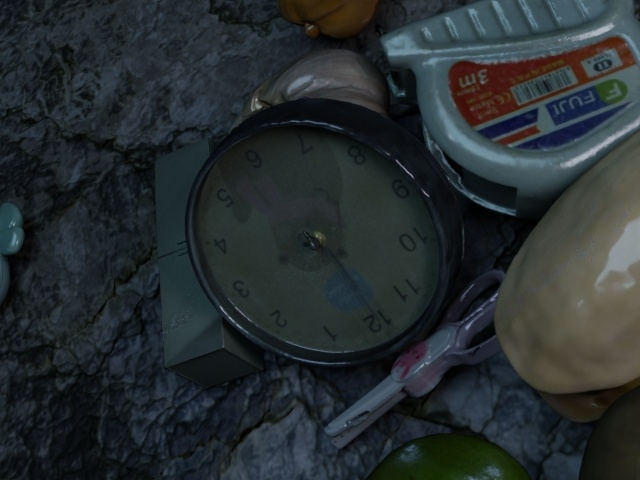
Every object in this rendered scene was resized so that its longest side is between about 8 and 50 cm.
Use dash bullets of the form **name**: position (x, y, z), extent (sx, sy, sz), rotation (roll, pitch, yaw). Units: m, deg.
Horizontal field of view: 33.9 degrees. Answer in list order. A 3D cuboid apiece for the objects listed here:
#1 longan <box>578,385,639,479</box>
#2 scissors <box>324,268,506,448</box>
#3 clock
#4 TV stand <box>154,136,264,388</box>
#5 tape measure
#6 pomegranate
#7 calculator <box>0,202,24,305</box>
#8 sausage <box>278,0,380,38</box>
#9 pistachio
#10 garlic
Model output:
- **longan**: position (0.302, 0.196, 0.824), extent (0.159, 0.204, 0.185), rotation (-171, 78, -73)
- **scissors**: position (0.099, 0.123, 1.032), extent (0.242, 0.030, 0.118), rotation (-41, 19, 15)
- **clock**: position (0.000, 0.000, 1.036), extent (0.280, 0.280, 0.055), rotation (-13, 19, 24)
- **TV stand**: position (-0.129, 0.024, 1.194), extent (0.083, 0.088, 0.269), rotation (-20, 57, 20)
- **tape measure**: position (0.206, -0.142, 1.037), extent (0.243, 0.125, 0.246), rotation (-21, 69, 3)
- **pomegranate**: position (0.130, 0.263, 0.868), extent (0.225, 0.187, 0.187), rotation (20, 77, 37)
- **calculator**: position (-0.503, 0.063, 1.417), extent (0.295, 0.042, 0.184), rotation (-38, 53, 11)
- **sausage**: position (0.026, -0.354, 1.276), extent (0.136, 0.120, 0.241), rotation (-5, 63, 44)
- **pistachio**: position (0.279, 0.015, 0.899), extent (0.299, 0.187, 0.187), rotation (-45, 53, 3)
- **garlic**: position (-0.016, -0.104, 1.133), extent (0.228, 0.152, 0.228), rotation (-49, 31, 43)
